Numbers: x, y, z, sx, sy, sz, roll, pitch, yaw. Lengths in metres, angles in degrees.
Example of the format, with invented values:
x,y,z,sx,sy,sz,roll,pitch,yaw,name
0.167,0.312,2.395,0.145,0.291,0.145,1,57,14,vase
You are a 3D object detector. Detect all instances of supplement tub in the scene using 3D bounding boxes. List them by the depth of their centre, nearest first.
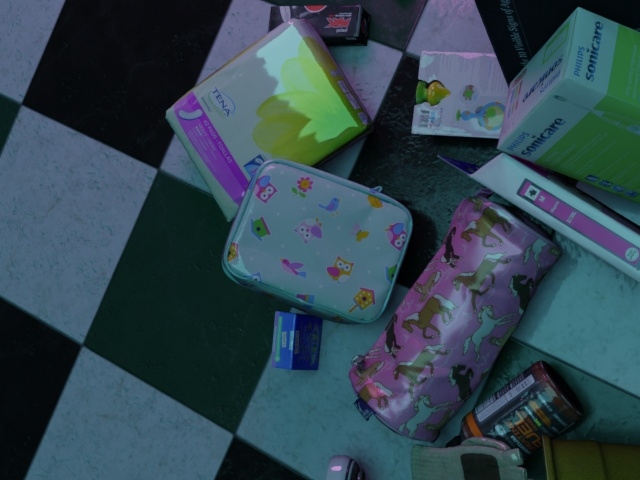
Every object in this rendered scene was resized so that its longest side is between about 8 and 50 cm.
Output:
x,y,z,sx,sy,sz,roll,pitch,yaw,name
0.282,0.274,1.523,0.198,0.106,0.106,-41,70,14,supplement tub

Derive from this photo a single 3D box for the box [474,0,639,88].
x,y,z,sx,sy,sz,roll,pitch,yaw,name
0.438,-0.430,1.318,0.472,0.480,0.297,-2,65,22,box

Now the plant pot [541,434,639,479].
x,y,z,sx,sy,sz,roll,pitch,yaw,name
0.479,0.423,1.310,0.353,0.366,0.366,-5,81,11,plant pot

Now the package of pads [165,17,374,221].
x,y,z,sx,sy,sz,roll,pitch,yaw,name
-0.088,-0.204,1.721,0.296,0.101,0.229,-32,87,17,package of pads

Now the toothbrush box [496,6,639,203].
x,y,z,sx,sy,sz,roll,pitch,yaw,name
0.416,-0.166,1.393,0.283,0.206,0.122,18,66,-8,toothbrush box

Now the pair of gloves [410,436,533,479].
x,y,z,sx,sy,sz,roll,pitch,yaw,name
0.234,0.400,1.476,0.204,0.042,0.240,-15,87,43,pair of gloves

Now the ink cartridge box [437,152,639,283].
x,y,z,sx,sy,sz,roll,pitch,yaw,name
0.357,-0.045,1.491,0.371,0.176,0.069,33,104,24,ink cartridge box

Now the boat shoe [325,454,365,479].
x,y,z,sx,sy,sz,roll,pitch,yaw,name
0.073,0.497,1.589,0.119,0.121,0.335,-5,92,15,boat shoe

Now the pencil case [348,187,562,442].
x,y,z,sx,sy,sz,roll,pitch,yaw,name
0.198,0.115,1.554,0.386,0.167,0.160,-56,29,7,pencil case

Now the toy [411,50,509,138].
x,y,z,sx,sy,sz,roll,pitch,yaw,name
0.269,-0.223,1.619,0.237,0.056,0.137,6,85,17,toy

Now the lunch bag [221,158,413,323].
x,y,z,sx,sy,sz,roll,pitch,yaw,name
0.000,0.000,1.622,0.279,0.108,0.224,21,79,-7,lunch bag

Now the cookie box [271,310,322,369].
x,y,z,sx,sy,sz,roll,pitch,yaw,name
-0.038,0.163,1.671,0.040,0.107,0.092,3,84,23,cookie box

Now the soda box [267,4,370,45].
x,y,z,sx,sy,sz,roll,pitch,yaw,name
-0.003,-0.366,1.757,0.169,0.053,0.060,4,85,23,soda box
